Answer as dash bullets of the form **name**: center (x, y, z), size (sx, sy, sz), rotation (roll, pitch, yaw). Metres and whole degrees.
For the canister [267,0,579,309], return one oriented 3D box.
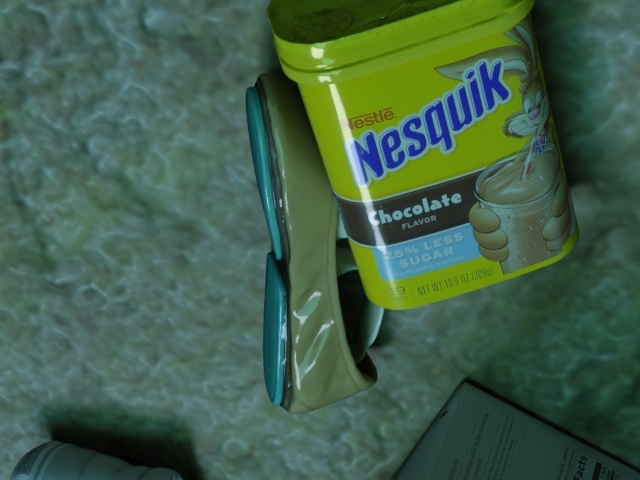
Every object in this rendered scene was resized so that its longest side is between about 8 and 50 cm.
- **canister**: center (0.057, -0.057, 0.904), size (0.126, 0.073, 0.170), rotation (-18, 126, 1)

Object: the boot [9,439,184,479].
- **boot**: center (-0.125, 0.253, 1.240), size (0.123, 0.095, 0.258), rotation (7, 129, 26)

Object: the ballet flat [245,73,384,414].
- **ballet flat**: center (0.000, 0.000, 1.008), size (0.073, 0.080, 0.232), rotation (-8, 132, -7)

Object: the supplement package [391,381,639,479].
- **supplement package**: center (0.072, 0.257, 1.049), size (0.145, 0.262, 0.204), rotation (29, 133, -2)
